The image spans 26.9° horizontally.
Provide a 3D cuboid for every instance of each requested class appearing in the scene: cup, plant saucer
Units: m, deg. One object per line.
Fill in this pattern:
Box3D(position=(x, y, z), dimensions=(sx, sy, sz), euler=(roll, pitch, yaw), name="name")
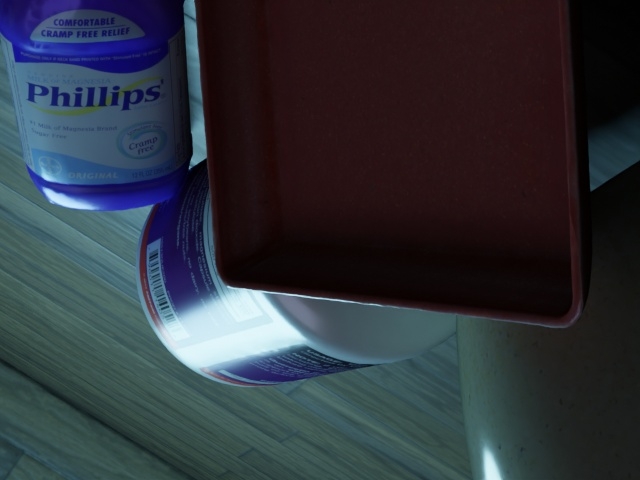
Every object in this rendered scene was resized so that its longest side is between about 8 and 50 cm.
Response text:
Box3D(position=(0.204, 0.074, 0.689), dimensions=(0.237, 0.331, 0.331), euler=(58, 159, 5), name="cup")
Box3D(position=(0.032, -0.098, 0.649), dimensions=(0.047, 0.258, 0.259), euler=(-10, -171, -40), name="plant saucer")

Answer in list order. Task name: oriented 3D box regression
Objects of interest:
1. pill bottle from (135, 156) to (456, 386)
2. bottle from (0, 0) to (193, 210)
Box3D(position=(0.000, 0.000, 0.905), dimensions=(0.181, 0.181, 0.323), euler=(37, 158, -14), name="pill bottle")
Box3D(position=(-0.143, -0.140, 0.842), dimensions=(0.118, 0.092, 0.283), euler=(-2, 139, -6), name="bottle")
